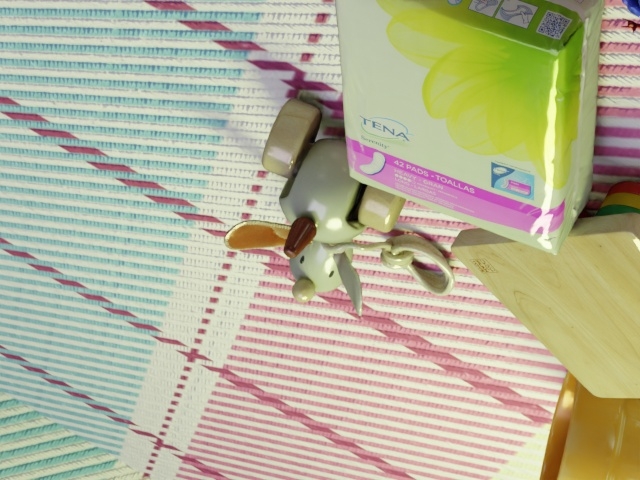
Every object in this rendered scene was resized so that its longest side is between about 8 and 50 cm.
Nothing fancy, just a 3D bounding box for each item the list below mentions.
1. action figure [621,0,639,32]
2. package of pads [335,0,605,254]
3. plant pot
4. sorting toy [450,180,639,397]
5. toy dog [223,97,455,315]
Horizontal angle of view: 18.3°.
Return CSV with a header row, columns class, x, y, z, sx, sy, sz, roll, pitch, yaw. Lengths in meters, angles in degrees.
class,x,y,z,sx,sy,sz,roll,pitch,yaw
action figure,0.271,-0.188,1.643,0.115,0.030,0.038,37,150,-17
package of pads,0.129,-0.140,1.779,0.229,0.101,0.296,22,147,19
plant pot,0.351,0.254,2.209,0.188,0.205,0.205,13,154,2
sorting toy,0.306,0.046,1.968,0.257,0.089,0.255,44,152,-26
toy dog,0.000,0.000,2.141,0.220,0.161,0.334,18,153,27
